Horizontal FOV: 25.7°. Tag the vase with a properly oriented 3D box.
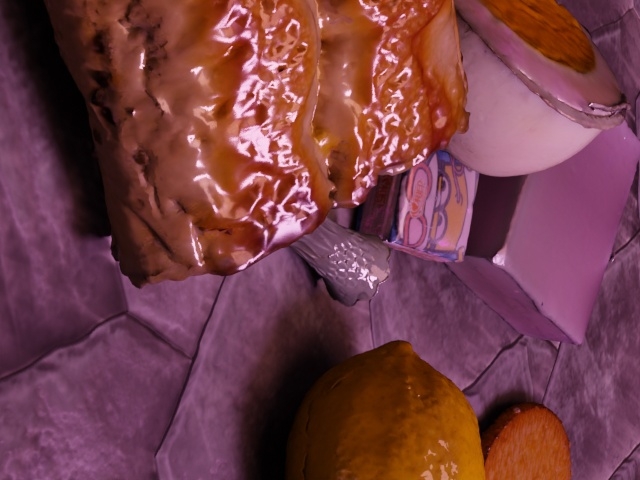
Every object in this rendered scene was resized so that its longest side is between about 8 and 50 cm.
[{"bbox_3d":[0.000,0.000,1.373,0.148,0.081,0.081,38,67,-49],"label":"vase"}]

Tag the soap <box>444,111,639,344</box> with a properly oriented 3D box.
[{"bbox_3d":[0.276,-0.055,1.720,0.285,0.107,0.296,42,63,-51],"label":"soap"}]

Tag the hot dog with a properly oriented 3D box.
[{"bbox_3d":[-0.053,-0.202,1.118,0.367,0.196,0.365,-33,136,-25],"label":"hot dog"}]

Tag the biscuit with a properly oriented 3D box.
[{"bbox_3d":[0.246,0.356,1.832,0.305,0.038,0.305,-18,113,-50],"label":"biscuit"}]

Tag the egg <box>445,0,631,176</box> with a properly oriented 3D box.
[{"bbox_3d":[0.166,-0.184,1.477,0.286,0.174,0.264,43,28,-6],"label":"egg"}]

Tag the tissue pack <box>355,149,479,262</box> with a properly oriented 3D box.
[{"bbox_3d":[0.108,-0.042,1.521,0.155,0.065,0.116,15,84,-56],"label":"tissue pack"}]

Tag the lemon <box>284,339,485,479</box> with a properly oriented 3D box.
[{"bbox_3d":[0.064,0.229,1.403,0.204,0.204,0.260,19,72,-55],"label":"lemon"}]
